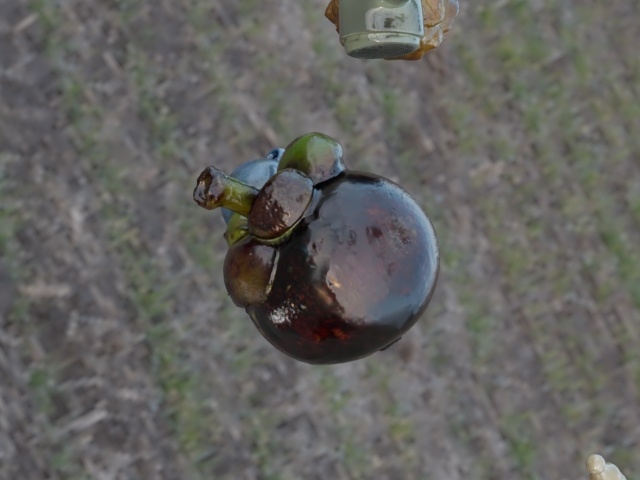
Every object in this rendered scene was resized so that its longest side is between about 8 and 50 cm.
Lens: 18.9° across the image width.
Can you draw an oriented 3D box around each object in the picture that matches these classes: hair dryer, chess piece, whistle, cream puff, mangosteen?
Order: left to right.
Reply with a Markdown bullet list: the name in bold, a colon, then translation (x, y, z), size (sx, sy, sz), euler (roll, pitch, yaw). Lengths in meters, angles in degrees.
- **whistle**: translation (-0.055, -0.019, 1.776), size (0.090, 0.090, 0.158), euler (37, 54, -36)
- **mangosteen**: translation (0.008, 0.005, 1.520), size (0.172, 0.172, 0.184), euler (-26, 98, -62)
- **cream puff**: translation (0.061, -0.208, 1.636), size (0.116, 0.122, 0.094), euler (24, 63, 6)
- **hair dryer**: translation (0.052, -0.175, 1.167), size (0.054, 0.154, 0.106), euler (1, 83, -18)
- **chess piece**: translation (0.249, 0.210, 1.655), size (0.092, 0.035, 0.035), euler (53, 25, -45)
